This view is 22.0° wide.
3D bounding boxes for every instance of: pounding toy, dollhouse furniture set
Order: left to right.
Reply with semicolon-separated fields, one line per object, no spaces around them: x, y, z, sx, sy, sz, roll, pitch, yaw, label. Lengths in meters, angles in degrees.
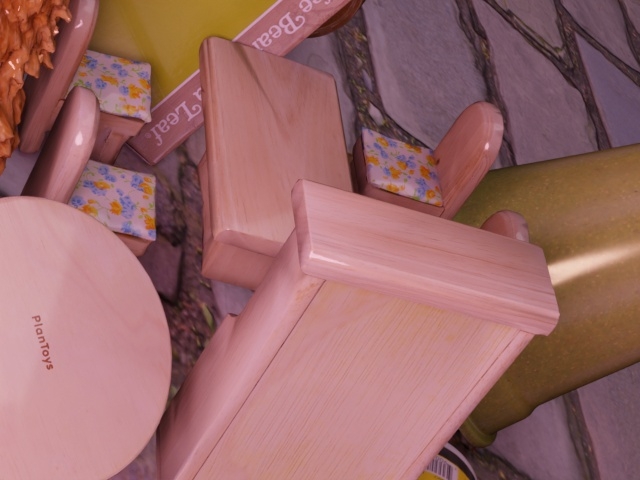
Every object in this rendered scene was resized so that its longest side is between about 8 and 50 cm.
-0.197;0.098;1.006;0.183;0.110;0.237;22;61;-33;pounding toy
-0.006;-0.027;1.174;0.362;0.256;0.394;16;41;-22;dollhouse furniture set

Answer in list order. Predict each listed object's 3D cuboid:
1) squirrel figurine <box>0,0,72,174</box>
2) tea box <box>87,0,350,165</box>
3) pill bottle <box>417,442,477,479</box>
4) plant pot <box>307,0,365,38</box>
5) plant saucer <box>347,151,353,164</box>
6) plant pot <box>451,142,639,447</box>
-0.318;-0.179;0.972;0.397;0.281;0.370;39;35;-20;squirrel figurine
-0.124;-0.303;1.370;0.323;0.329;0.220;45;26;-18;tea box
0.054;0.244;1.205;0.119;0.119;0.208;44;27;-17;pill bottle
-0.017;-0.323;1.674;0.237;0.237;0.254;38;28;-27;plant pot
0.042;-0.053;1.687;0.083;0.015;0.083;40;28;-26;plant saucer
0.228;0.026;1.526;0.276;0.254;0.276;-18;90;-74;plant pot
